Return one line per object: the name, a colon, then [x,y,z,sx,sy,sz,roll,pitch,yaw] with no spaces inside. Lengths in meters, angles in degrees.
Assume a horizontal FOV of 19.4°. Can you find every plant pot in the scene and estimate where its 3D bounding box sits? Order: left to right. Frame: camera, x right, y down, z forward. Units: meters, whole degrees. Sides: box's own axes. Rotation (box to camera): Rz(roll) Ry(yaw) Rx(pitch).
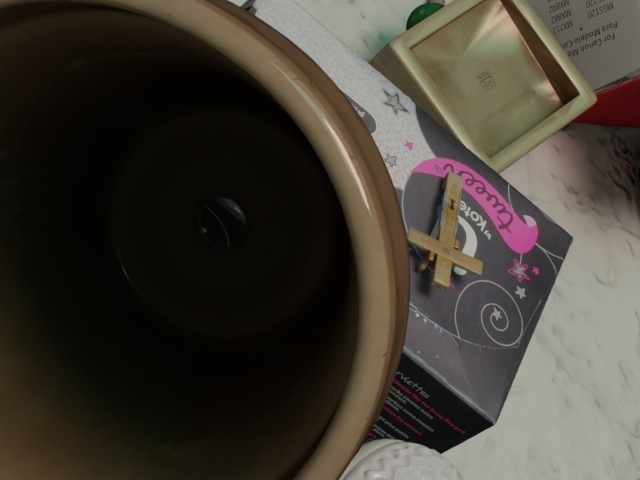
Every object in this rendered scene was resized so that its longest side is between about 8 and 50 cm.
plant pot: [-0.077,0.006,0.860,0.263,0.263,0.229,56,14,0]

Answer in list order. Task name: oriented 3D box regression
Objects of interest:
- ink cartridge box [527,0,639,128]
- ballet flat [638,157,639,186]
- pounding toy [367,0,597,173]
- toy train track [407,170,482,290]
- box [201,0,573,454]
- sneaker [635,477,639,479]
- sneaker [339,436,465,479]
ink cartridge box: [0.294,-0.159,1.387,0.309,0.130,0.272,2,75,-40]
ballet flat: [0.271,0.003,1.376,0.057,0.049,0.173,-12,67,-11]
pounding toy: [0.095,-0.113,1.273,0.130,0.100,0.141,-35,87,-28]
toy train track: [0.069,-0.004,1.048,0.048,0.014,0.083,26,47,-16]
box: [0.000,0.000,1.098,0.247,0.142,0.163,40,50,-14]
sneaker: [0.244,0.221,1.226,0.061,0.053,0.152,-28,85,-45]
sneaker: [-0.014,0.253,0.968,0.137,0.210,0.366,-25,117,-41]
